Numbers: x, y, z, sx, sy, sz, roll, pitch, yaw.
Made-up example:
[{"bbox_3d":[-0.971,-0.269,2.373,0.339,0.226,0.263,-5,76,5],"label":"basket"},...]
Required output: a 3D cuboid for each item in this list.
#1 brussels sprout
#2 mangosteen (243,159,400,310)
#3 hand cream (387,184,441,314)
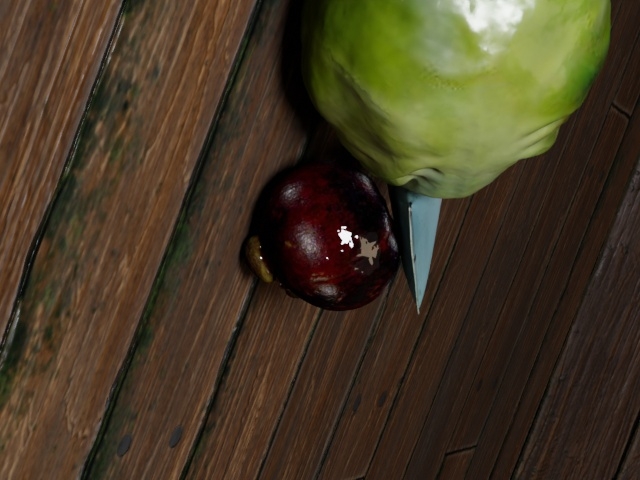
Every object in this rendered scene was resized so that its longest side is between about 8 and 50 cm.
[{"bbox_3d":[0.128,-0.196,1.262,0.344,0.268,0.344,-60,164,-29],"label":"brussels sprout"},{"bbox_3d":[0.000,0.000,1.341,0.152,0.152,0.152,-49,152,-38],"label":"mangosteen"},{"bbox_3d":[0.093,-0.042,1.433,0.312,0.070,0.111,-76,163,-66],"label":"hand cream"}]
